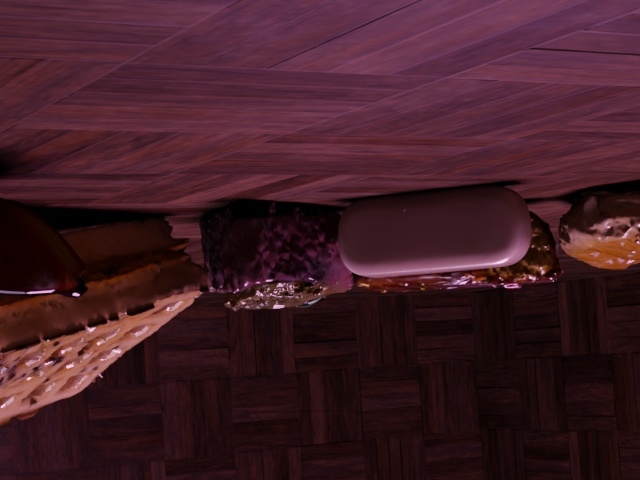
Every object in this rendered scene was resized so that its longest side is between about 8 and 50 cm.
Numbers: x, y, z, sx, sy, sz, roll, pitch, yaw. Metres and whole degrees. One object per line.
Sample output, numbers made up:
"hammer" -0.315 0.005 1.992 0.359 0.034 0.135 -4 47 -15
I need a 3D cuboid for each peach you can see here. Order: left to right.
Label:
"peach" -0.294 -0.017 1.086 0.279 0.068 0.189 14 -173 21

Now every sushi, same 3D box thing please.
"sushi" -0.036 0.016 1.522 0.161 0.108 0.241 -6 176 -16

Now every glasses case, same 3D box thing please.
"glasses case" 0.113 -0.008 1.449 0.196 0.083 0.050 -4 177 24

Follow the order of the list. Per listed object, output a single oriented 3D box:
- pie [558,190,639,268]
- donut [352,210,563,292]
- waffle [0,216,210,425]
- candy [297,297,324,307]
"pie" 0.419 -0.021 1.582 0.339 0.083 0.339 -2 173 0
"donut" 0.145 0.008 1.592 0.230 0.096 0.216 -1 177 -36
"waffle" -0.301 0.094 1.413 0.261 0.114 0.376 -34 170 28
"candy" 0.070 0.032 2.124 0.305 0.083 0.091 -14 -150 14
